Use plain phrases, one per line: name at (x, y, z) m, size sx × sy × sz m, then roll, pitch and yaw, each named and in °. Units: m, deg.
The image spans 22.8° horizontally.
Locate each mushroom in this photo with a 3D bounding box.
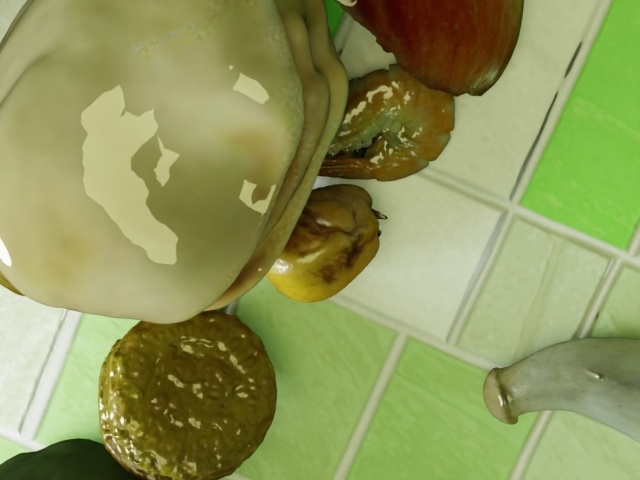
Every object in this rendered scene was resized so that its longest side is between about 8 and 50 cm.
mushroom at (0.300, 0.152, 1.594) m, size 0.270 × 0.103 × 0.118 m, roll 13°, pitch 98°, yaw 17°

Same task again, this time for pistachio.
pistachio at (-0.169, -0.100, 1.502) m, size 0.445 × 0.281 × 0.365 m, roll -40°, pitch 75°, yaw 27°

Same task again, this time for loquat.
loquat at (0.000, 0.000, 1.590) m, size 0.137 × 0.137 × 0.113 m, roll -32°, pitch 79°, yaw 14°

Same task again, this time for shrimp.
shrimp at (0.035, -0.103, 1.601) m, size 0.217 × 0.051 × 0.115 m, roll -21°, pitch 100°, yaw 10°

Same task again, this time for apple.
apple at (0.066, -0.284, 1.503) m, size 0.346 × 0.179 × 0.254 m, roll 47°, pitch 65°, yaw -4°

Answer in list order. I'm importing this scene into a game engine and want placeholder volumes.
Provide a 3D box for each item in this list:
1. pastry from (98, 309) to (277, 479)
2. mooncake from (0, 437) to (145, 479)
pastry at (-0.138, 0.161, 1.619) m, size 0.189 × 0.103 × 0.189 m, roll 5°, pitch 69°, yaw -12°
mooncake at (-0.254, 0.391, 1.681) m, size 0.356 × 0.194 × 0.356 m, roll 2°, pitch 101°, yaw 12°
